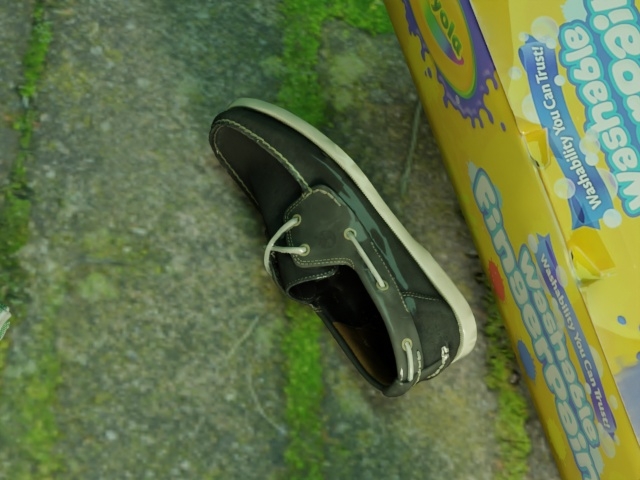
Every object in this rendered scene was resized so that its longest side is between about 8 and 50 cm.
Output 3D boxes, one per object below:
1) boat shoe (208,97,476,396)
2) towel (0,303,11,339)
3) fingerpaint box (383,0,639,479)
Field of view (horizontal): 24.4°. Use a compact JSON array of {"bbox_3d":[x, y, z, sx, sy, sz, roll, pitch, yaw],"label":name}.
[{"bbox_3d":[0.000,0.000,0.966,0.079,0.084,0.233,-32,74,-32],"label":"boat shoe"},{"bbox_3d":[-0.277,0.048,0.887,0.152,0.023,0.113,28,53,3],"label":"towel"},{"bbox_3d":[0.284,-0.051,0.932,0.371,0.163,0.445,-18,79,-12],"label":"fingerpaint box"}]
